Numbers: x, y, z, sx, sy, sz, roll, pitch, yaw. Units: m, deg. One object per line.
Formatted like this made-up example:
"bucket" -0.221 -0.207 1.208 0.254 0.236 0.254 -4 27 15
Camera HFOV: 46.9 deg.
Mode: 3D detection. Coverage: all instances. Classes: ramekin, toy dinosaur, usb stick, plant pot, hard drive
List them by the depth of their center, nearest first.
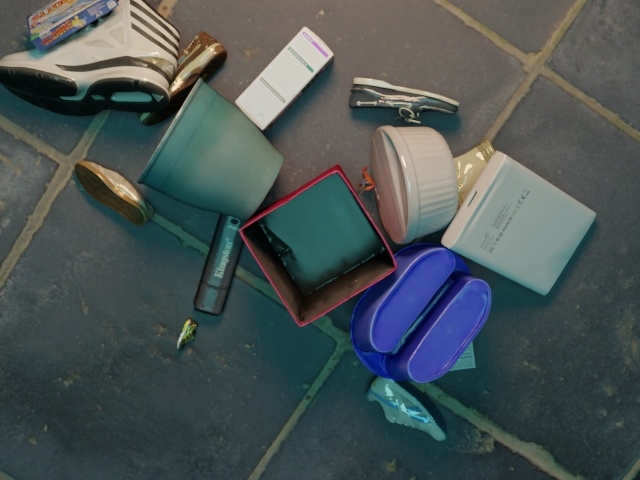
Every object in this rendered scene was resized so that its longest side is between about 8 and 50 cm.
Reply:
"ramekin" 0.211 -0.131 1.651 0.127 0.273 0.273 -10 99 -9
"plant pot" -0.230 -0.182 1.657 0.255 0.271 0.271 31 99 -13
"hard drive" 0.458 -0.030 1.676 0.353 0.047 0.233 24 101 -34
"toy dinosaur" 0.108 -0.136 1.726 0.047 0.082 0.090 -7 86 -15
"usb stick" -0.240 0.050 1.794 0.077 0.045 0.278 18 99 -1

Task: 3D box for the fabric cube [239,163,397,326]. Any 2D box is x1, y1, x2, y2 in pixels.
"fabric cube" 0.000 0.000 1.674 0.259 0.258 0.254 -31 96 6

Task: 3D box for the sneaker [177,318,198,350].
"sneaker" -0.331 0.238 1.833 0.035 0.031 0.083 21 99 -3

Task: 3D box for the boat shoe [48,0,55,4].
"boat shoe" -0.571 -0.574 1.700 0.137 0.049 0.043 -29 94 3

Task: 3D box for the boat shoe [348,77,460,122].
"boat shoe" 0.192 -0.316 1.700 0.255 0.095 0.079 12 98 1

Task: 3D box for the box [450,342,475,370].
"box" 0.304 0.245 1.799 0.126 0.072 0.137 -8 98 4

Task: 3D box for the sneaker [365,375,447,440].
"sneaker" 0.218 0.420 1.830 0.229 0.087 0.092 41 105 2

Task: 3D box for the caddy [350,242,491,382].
"caddy" 0.224 0.164 1.681 0.241 0.179 0.341 41 82 -10

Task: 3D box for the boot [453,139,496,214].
"boot" 0.373 -0.113 1.741 0.165 0.077 0.213 -26 98 2

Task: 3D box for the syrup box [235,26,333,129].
"syrup box" -0.080 -0.370 1.698 0.096 0.093 0.237 45 97 -5

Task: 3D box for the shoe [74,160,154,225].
"shoe" -0.495 -0.119 1.773 0.219 0.058 0.076 39 129 -1

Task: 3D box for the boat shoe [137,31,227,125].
"boat shoe" -0.336 -0.379 1.713 0.257 0.095 0.095 -42 82 1

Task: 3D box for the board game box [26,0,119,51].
"board game box" -0.550 -0.506 1.631 0.201 0.136 0.035 -31 134 -1

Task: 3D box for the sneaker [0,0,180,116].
"sneaker" -0.517 -0.434 1.694 0.448 0.169 0.257 6 68 16
